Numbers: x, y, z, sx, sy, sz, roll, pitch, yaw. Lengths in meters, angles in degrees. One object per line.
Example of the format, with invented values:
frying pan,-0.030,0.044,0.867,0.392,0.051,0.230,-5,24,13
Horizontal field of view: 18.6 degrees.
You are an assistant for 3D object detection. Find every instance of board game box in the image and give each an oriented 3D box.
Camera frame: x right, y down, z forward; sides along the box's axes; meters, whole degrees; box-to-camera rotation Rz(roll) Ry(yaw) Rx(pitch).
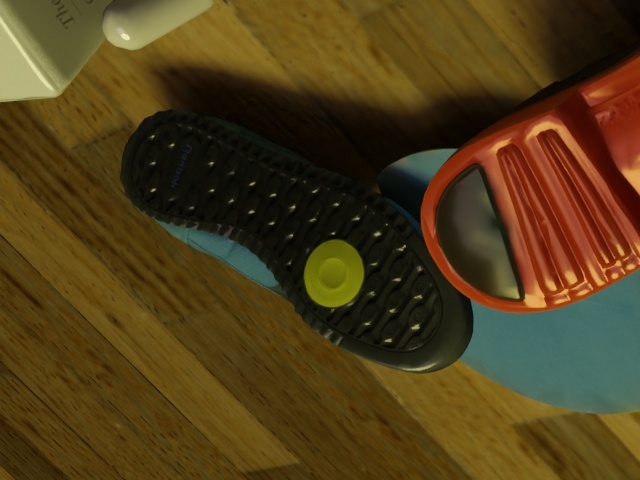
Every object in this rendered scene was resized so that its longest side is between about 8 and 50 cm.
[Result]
board game box,0.103,0.011,0.900,0.133,0.033,0.168,11,140,33

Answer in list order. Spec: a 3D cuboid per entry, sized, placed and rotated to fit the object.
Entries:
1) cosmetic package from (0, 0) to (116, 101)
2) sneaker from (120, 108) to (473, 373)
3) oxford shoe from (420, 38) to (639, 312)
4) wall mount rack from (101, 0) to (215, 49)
cosmetic package,-0.128,-0.199,0.654,0.138,0.224,0.224,-1,133,41
sneaker,0.000,0.000,0.924,0.209,0.069,0.082,31,-175,33
oxford shoe,0.164,-0.059,0.723,0.271,0.098,0.097,-19,105,32
wall mount rack,0.062,-0.185,0.544,0.304,0.130,0.350,-4,135,15
